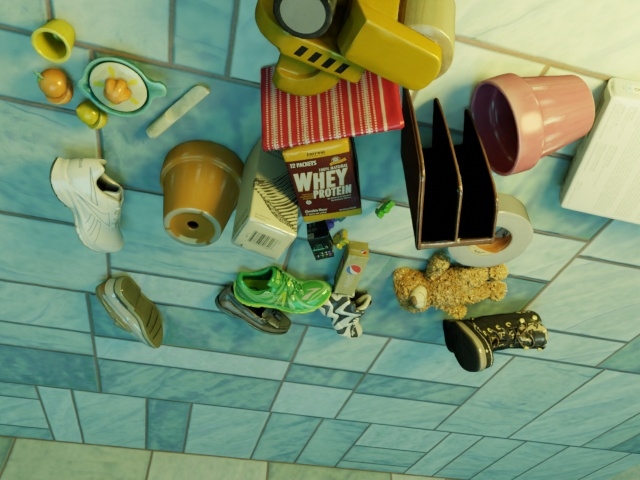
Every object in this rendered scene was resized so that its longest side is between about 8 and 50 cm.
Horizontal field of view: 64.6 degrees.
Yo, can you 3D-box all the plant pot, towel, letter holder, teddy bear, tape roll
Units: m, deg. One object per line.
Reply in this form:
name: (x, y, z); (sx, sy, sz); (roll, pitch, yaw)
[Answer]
plant pot: (-0.281, -0.095, 1.183); (0.205, 0.187, 0.205); (0, 138, 0)
towel: (0.019, -0.277, 0.982); (0.275, 0.198, 0.031); (-8, 157, 10)
letter holder: (0.249, -0.167, 1.013); (0.152, 0.301, 0.214); (-5, 137, 6)
plant pot: (0.429, -0.247, 1.020); (0.181, 0.201, 0.201); (-16, 137, -4)
teddy bear: (0.387, 0.141, 1.497); (0.339, 0.113, 0.245); (4, 136, -4)
tape roll: (0.441, -0.023, 1.342); (0.220, 0.072, 0.219); (1, 138, 1)

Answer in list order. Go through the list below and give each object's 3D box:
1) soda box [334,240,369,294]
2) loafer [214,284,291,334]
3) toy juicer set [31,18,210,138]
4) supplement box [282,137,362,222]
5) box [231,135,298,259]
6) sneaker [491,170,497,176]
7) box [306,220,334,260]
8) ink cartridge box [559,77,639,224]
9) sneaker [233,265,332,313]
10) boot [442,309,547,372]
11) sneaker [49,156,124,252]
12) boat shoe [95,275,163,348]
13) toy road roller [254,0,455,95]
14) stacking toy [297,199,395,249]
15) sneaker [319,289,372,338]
soda box: (0.087, 0.082, 1.473); (0.062, 0.058, 0.181); (8, 137, -9)
loafer: (-0.200, 0.222, 1.609); (0.268, 0.096, 0.084); (26, 126, -23)
toy juicer set: (-0.423, -0.288, 1.044); (0.329, 0.089, 0.209); (21, 134, -22)
supplement box: (0.008, -0.178, 1.085); (0.129, 0.191, 0.194); (-8, 137, 9)
box: (-0.114, -0.099, 1.112); (0.113, 0.274, 0.094); (22, 134, -23)
sneaker: (0.389, -0.172, 1.200); (0.162, 0.063, 0.073); (-3, 156, 10)
box: (0.000, 0.000, 1.302); (0.052, 0.062, 0.083); (-13, 137, 9)
ink cartridge box: (0.763, -0.164, 1.087); (0.386, 0.091, 0.308); (14, 139, 13)
sneaker: (-0.113, 0.145, 1.506); (0.296, 0.109, 0.123); (2, 142, -1)
boot: (0.546, 0.297, 1.549); (0.285, 0.138, 0.377); (-7, 177, 2)
sneaker: (-0.538, -0.077, 1.236); (0.130, 0.110, 0.297); (-7, 138, 0)
boat shoe: (-0.603, 0.233, 1.617); (0.104, 0.113, 0.302); (-8, 127, 12)
toy road roller: (0.048, -0.359, 0.889); (0.330, 0.202, 0.240); (19, 147, -13)
stacking toy: (0.054, -0.078, 1.306); (0.167, 0.052, 0.221); (29, 129, -30)
sneaker: (0.112, 0.231, 1.608); (0.153, 0.094, 0.235); (-16, 126, 29)
